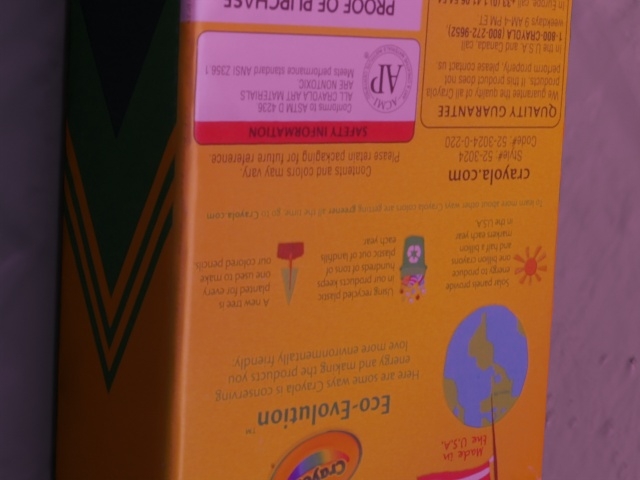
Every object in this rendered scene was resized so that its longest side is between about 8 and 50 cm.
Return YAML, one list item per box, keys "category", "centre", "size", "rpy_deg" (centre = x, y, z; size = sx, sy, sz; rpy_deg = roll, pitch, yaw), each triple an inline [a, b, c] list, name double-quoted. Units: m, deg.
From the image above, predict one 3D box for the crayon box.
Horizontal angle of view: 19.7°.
- category: "crayon box"
  centre: [0.000, 0.000, 0.733]
  size: [0.202, 0.081, 0.318]
  rpy_deg: [-2, 99, -41]
